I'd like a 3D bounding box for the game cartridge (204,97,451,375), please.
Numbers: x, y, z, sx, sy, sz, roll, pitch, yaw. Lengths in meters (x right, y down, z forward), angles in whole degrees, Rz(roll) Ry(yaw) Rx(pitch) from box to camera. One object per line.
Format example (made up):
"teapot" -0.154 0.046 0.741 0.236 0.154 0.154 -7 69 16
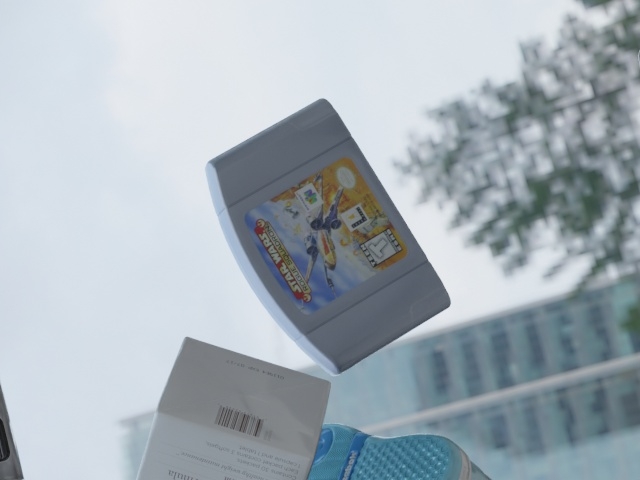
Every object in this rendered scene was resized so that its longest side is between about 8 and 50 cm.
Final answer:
"game cartridge" 0.000 0.000 2.314 0.198 0.062 0.297 -31 -93 -24

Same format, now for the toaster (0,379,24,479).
"toaster" -0.358 0.183 1.901 0.185 0.110 0.168 114 143 -71

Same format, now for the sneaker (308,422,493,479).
"sneaker" 0.098 0.314 2.279 0.208 0.319 0.127 39 -113 -32

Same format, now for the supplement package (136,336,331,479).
"supplement package" -0.094 0.232 1.673 0.134 0.139 0.244 -74 1 -64

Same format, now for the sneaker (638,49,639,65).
"sneaker" 0.382 -0.151 1.898 0.192 0.064 0.086 48 173 29
